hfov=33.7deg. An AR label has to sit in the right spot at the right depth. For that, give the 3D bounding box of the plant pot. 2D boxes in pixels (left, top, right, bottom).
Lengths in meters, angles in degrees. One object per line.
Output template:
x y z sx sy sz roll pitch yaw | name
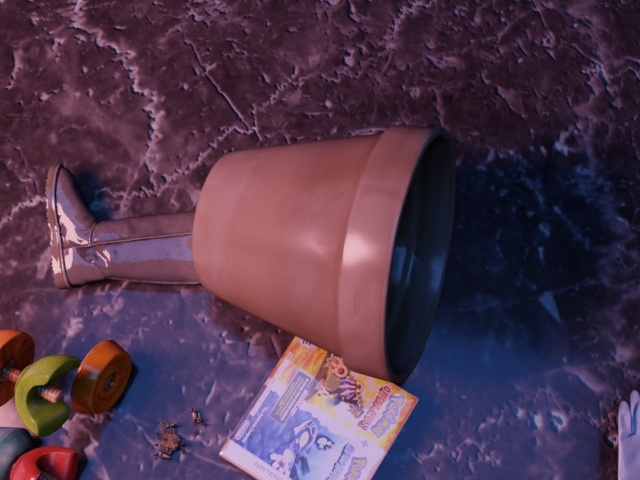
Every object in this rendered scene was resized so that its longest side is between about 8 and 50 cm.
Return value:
0.000 0.000 1.354 0.280 0.323 0.323 9 72 17 | plant pot

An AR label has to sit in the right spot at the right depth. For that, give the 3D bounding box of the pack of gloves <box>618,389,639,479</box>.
0.474 0.315 1.399 0.195 0.046 0.232 9 76 -11 | pack of gloves

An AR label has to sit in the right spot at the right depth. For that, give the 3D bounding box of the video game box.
-0.001 0.247 1.390 0.187 0.048 0.205 32 75 5 | video game box

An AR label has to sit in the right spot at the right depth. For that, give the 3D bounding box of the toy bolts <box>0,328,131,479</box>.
-0.375 0.209 1.349 0.158 0.218 0.228 22 106 18 | toy bolts

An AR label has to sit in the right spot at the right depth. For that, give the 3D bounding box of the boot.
-0.263 -0.023 1.449 0.208 0.076 0.189 -8 88 3 | boot

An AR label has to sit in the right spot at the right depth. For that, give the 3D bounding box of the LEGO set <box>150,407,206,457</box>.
-0.190 0.258 1.396 0.083 0.023 0.054 -19 76 -21 | LEGO set
